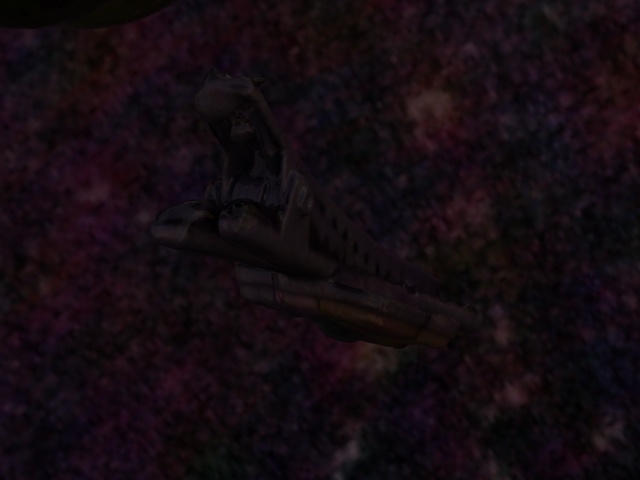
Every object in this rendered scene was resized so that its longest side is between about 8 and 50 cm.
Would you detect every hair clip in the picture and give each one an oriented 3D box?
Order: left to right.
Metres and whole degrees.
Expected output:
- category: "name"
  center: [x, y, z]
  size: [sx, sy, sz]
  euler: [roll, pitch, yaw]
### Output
- category: "hair clip"
  center: [-0.006, 0.011, 1.018]
  size: [0.137, 0.278, 0.090]
  euler: [5, 64, 36]

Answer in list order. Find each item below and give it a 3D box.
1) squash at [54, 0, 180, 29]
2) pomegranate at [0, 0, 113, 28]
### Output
- category: "squash"
  center: [-0.142, -0.309, 1.452]
  size: [0.309, 0.210, 0.233]
  euler: [-19, 28, 34]
- category: "pomegranate"
  center: [-0.215, -0.273, 1.197]
  size: [0.214, 0.248, 0.214]
  euler: [8, 14, -2]
